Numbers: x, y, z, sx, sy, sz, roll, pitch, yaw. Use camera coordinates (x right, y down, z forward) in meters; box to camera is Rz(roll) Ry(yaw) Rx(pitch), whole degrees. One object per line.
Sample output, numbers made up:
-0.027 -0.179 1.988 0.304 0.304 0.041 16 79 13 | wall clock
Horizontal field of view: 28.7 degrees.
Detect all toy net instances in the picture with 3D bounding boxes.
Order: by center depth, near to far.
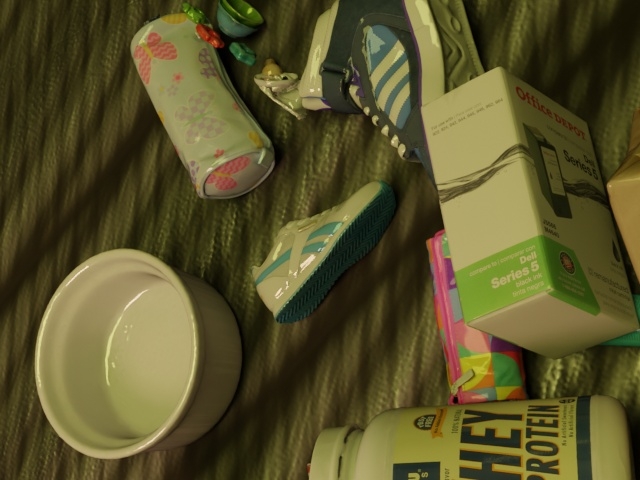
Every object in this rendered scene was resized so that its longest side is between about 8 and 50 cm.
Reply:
-0.090 -0.255 1.696 0.045 0.122 0.232 -51 59 21 | toy net

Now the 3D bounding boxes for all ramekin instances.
-0.240 0.158 1.697 0.277 0.135 0.277 -7 76 30 | ramekin

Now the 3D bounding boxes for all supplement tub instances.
0.168 0.288 1.326 0.325 0.235 0.235 -6 77 14 | supplement tub

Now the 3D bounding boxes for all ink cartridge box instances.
0.230 -0.028 1.385 0.115 0.198 0.272 -26 59 32 | ink cartridge box

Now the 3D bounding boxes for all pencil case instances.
0.183 0.094 1.472 0.104 0.104 0.236 -16 70 28 | pencil case
-0.163 -0.188 1.733 0.124 0.113 0.273 -27 65 1 | pencil case

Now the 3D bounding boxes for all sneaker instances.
0.086 -0.169 1.585 0.236 0.130 0.322 -20 77 39 | sneaker
0.000 0.000 1.613 0.228 0.087 0.092 -46 59 13 | sneaker

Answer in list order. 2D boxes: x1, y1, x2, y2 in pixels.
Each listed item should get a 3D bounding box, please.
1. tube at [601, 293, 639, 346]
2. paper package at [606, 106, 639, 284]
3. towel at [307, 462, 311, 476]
0.332 0.088 1.420 0.207 0.052 0.080 4 75 37 | tube
0.469 0.015 1.188 0.310 0.168 0.324 -12 116 29 | paper package
0.119 0.401 1.468 0.237 0.037 0.328 -16 71 16 | towel
